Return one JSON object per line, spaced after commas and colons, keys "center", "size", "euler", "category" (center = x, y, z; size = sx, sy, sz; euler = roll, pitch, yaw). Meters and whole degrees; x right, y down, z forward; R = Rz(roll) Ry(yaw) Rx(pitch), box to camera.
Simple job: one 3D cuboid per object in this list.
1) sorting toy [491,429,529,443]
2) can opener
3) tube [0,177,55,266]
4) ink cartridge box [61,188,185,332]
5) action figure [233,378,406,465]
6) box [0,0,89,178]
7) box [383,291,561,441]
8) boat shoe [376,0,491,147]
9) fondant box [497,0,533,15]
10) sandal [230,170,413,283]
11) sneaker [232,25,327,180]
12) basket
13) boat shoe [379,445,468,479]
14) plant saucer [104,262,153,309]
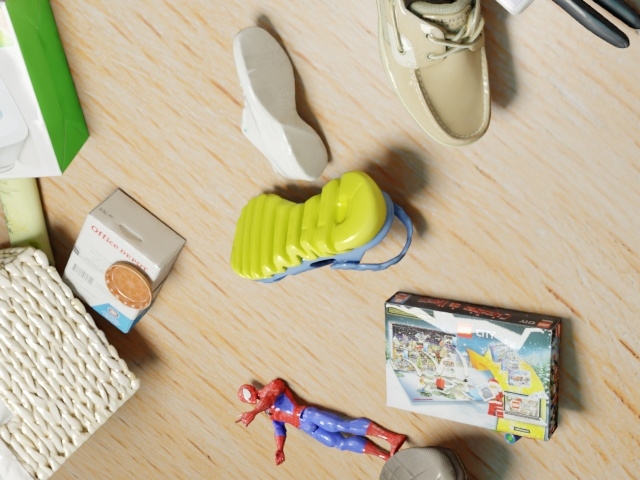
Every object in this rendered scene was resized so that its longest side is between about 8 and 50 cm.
{"center": [0.272, 0.245, 1.357], "size": [0.102, 0.042, 0.061], "euler": [12, 114, 40], "category": "sorting toy"}
{"center": [0.243, -0.260, 0.990], "size": [0.186, 0.073, 0.059], "euler": [31, 95, 6], "category": "can opener"}
{"center": [-0.488, -0.056, 1.607], "size": [0.240, 0.062, 0.070], "euler": [93, 156, -44], "category": "tube"}
{"center": [-0.312, 0.035, 1.541], "size": [0.139, 0.082, 0.191], "euler": [38, 133, 2], "category": "ink cartridge box"}
{"center": [-0.024, 0.306, 1.527], "size": [0.280, 0.139, 0.092], "euler": [22, 131, 21], "category": "action figure"}
{"center": [-0.483, -0.228, 1.388], "size": [0.231, 0.127, 0.262], "euler": [-2, 123, 11], "category": "box"}
{"center": [0.199, 0.164, 1.309], "size": [0.233, 0.044, 0.159], "euler": [8, 111, 28], "category": "box"}
{"center": [0.118, -0.231, 1.027], "size": [0.098, 0.109, 0.302], "euler": [-135, 24, -67], "category": "boat shoe"}
{"center": [0.115, -0.375, 0.847], "size": [0.330, 0.238, 0.096], "euler": [41, 135, -1], "category": "fondant box"}
{"center": [0.000, 0.000, 1.295], "size": [0.138, 0.126, 0.317], "euler": [19, 163, -38], "category": "sandal"}
{"center": [-0.074, -0.166, 1.247], "size": [0.094, 0.080, 0.212], "euler": [4, 126, 45], "category": "sneaker"}
{"center": [-0.531, 0.209, 1.635], "size": [0.331, 0.266, 0.328], "euler": [-7, 120, 57], "category": "basket"}
{"center": [0.162, 0.400, 1.482], "size": [0.355, 0.130, 0.132], "euler": [110, 146, -53], "category": "boat shoe"}
{"center": [-0.288, 0.068, 1.485], "size": [0.083, 0.013, 0.084], "euler": [16, 131, 19], "category": "plant saucer"}
